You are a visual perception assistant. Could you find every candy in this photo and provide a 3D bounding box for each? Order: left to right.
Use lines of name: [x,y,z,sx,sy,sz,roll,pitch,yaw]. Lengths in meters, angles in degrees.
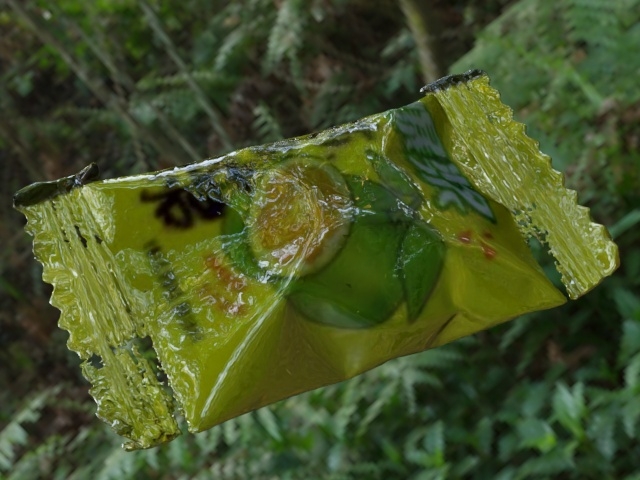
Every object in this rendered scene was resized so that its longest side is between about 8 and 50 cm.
candy: [0.000,0.000,0.802,0.297,0.081,0.187,-17,53,-16]
